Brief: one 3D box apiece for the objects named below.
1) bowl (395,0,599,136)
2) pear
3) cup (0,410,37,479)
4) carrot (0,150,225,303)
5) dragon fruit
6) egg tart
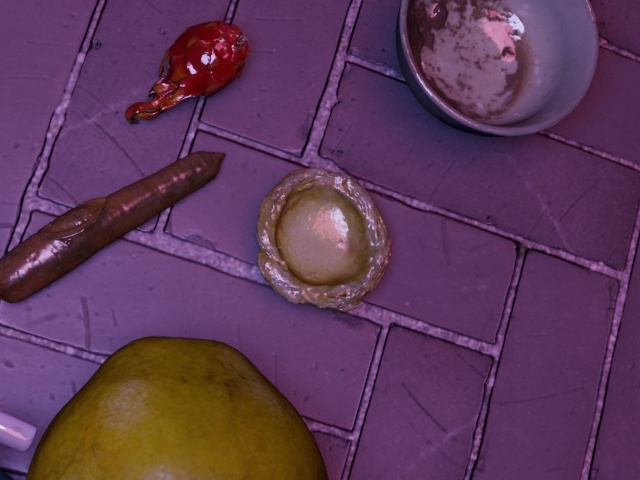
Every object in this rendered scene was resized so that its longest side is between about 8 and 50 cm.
[{"bbox_3d":[0.223,-0.265,1.346,0.289,0.146,0.289,3,79,-14],"label":"bowl"},{"bbox_3d":[-0.146,0.310,1.062,0.351,0.352,0.414,6,68,-13],"label":"pear"},{"bbox_3d":[-0.405,0.323,1.099,0.173,0.167,0.300,29,102,-16],"label":"cup"},{"bbox_3d":[-0.263,-0.032,1.235,0.342,0.070,0.070,-34,90,-18],"label":"carrot"},{"bbox_3d":[-0.177,-0.218,1.277,0.190,0.094,0.094,-35,91,7],"label":"dragon fruit"},{"bbox_3d":[0.000,0.000,1.287,0.197,0.078,0.197,3,80,-15],"label":"egg tart"}]
